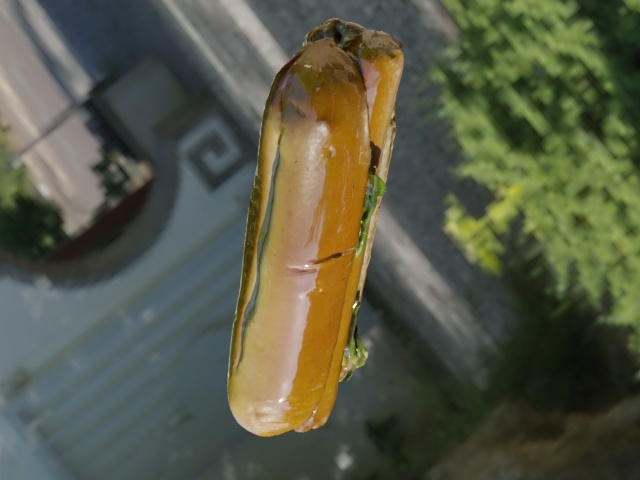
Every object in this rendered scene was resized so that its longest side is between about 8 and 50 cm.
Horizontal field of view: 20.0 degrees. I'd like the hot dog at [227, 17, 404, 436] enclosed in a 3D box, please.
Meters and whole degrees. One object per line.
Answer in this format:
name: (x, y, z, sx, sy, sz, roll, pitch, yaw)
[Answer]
hot dog: (0.000, 0.000, 0.964, 0.068, 0.100, 0.250, 16, 124, 11)
